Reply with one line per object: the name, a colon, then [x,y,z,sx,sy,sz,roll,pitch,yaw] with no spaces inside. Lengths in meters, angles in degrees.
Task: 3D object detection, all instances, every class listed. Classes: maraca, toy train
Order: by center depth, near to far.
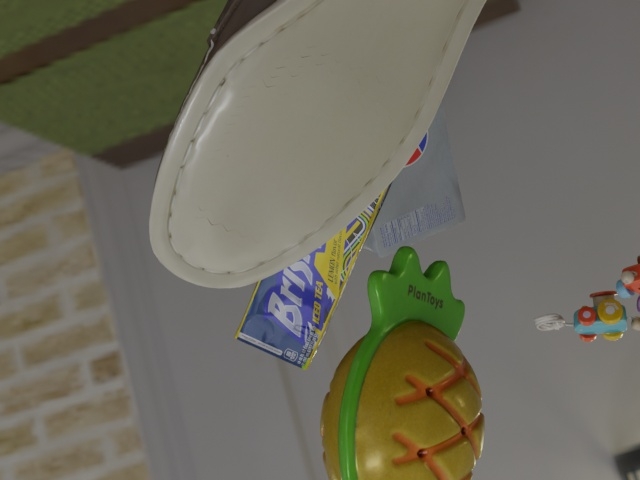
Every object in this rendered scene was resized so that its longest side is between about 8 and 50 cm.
maraca: [0.055,0.099,0.877,0.099,0.186,0.127,0,167,35]
toy train: [0.294,0.052,1.338,0.125,0.046,0.166,19,150,-34]

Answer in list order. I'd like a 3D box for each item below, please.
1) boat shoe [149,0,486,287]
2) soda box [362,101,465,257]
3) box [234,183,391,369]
boat shoe: [0.013,-0.124,0.690,0.116,0.097,0.324,26,103,-28]
soda box: [0.032,-0.137,1.112,0.091,0.286,0.098,-24,-154,-22]
box: [0.000,0.000,0.943,0.059,0.169,0.054,24,-162,2]
